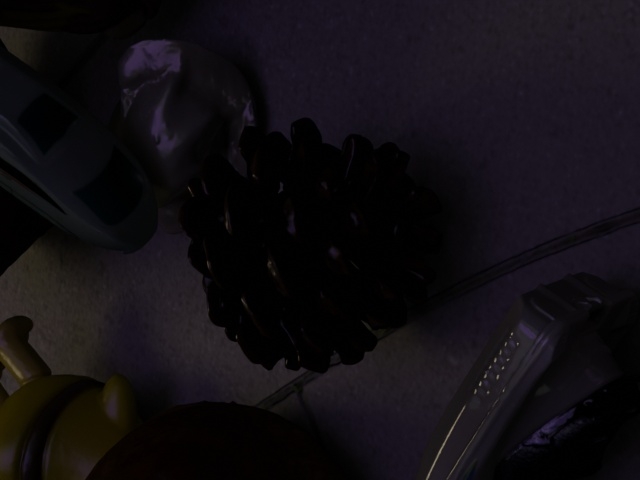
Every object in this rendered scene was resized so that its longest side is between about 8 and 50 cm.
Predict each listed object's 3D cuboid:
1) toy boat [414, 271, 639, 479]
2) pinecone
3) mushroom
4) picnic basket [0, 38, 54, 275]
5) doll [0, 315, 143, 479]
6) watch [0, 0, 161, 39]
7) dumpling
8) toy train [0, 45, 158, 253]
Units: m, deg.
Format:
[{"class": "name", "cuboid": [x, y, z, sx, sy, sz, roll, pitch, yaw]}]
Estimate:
[{"class": "toy boat", "cuboid": [0.143, 0.156, 1.190, 0.141, 0.140, 0.269, 34, 118, 41]}, {"class": "pinecone", "cuboid": [0.000, 0.000, 1.301, 0.207, 0.207, 0.208, 4, 95, 47]}, {"class": "mushroom", "cuboid": [-0.084, 0.268, 1.389, 0.263, 0.195, 0.283, -28, 82, 8]}, {"class": "picnic basket", "cuboid": [-0.418, -0.080, 1.656, 0.321, 0.254, 0.291, -9, 118, 45]}, {"class": "doll", "cuboid": [-0.209, 0.225, 1.569, 0.363, 0.145, 0.199, 49, 119, 25]}, {"class": "watch", "cuboid": [-0.236, -0.381, 1.438, 0.335, 0.314, 0.327, 94, -179, -71]}, {"class": "dumpling", "cuboid": [-0.122, -0.085, 1.497, 0.150, 0.092, 0.177, 14, 99, 32]}, {"class": "toy train", "cuboid": [-0.300, -0.134, 1.439, 0.407, 0.086, 0.088, 35, 151, 5]}]
